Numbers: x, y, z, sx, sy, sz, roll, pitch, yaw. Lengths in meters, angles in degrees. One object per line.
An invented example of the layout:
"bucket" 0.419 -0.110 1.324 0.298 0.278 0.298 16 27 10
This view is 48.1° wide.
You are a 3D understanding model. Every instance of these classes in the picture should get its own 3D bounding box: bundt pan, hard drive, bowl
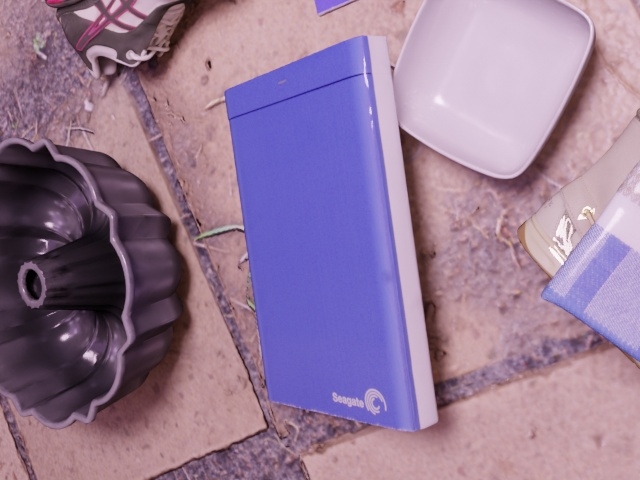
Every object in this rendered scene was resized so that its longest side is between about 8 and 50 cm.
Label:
"bundt pan" -0.286 0.044 0.843 0.331 0.124 0.331 5 99 34
"hard drive" 0.000 0.000 0.657 0.210 0.040 0.319 -5 94 52
"bowl" 0.135 -0.133 0.568 0.142 0.053 0.142 34 114 25

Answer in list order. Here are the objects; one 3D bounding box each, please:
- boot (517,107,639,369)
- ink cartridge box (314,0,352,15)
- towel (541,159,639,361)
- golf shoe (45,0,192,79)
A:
"boot" 0.264 0.009 0.488 0.213 0.077 0.165 47 117 20
"ink cartridge box" 0.046 -0.327 0.607 0.206 0.045 0.208 -13 91 35
"towel" 0.300 -0.019 0.419 0.209 0.034 0.285 36 105 5
"golf shoe" -0.174 -0.252 0.752 0.273 0.105 0.120 -2 112 40
